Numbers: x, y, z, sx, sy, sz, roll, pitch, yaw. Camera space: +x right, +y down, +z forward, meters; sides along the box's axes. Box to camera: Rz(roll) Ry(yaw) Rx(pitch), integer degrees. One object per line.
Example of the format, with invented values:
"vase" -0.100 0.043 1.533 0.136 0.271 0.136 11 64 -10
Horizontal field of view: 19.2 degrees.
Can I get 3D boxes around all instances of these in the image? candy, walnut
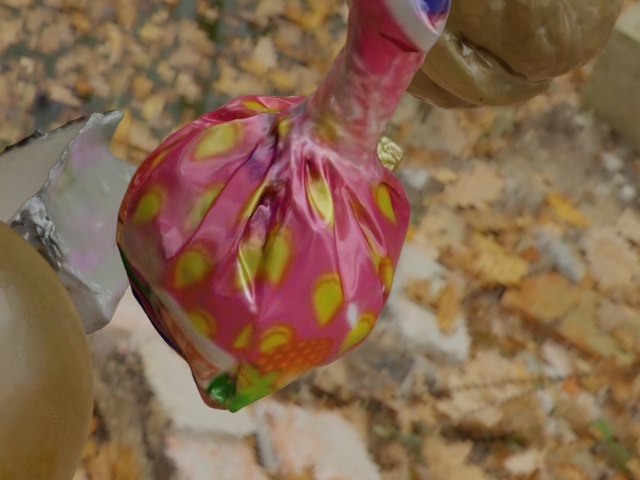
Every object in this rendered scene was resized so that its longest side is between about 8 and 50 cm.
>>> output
"candy" -0.245 0.003 1.626 0.137 0.184 0.195 54 29 -23
"candy" 0.032 -0.084 0.730 0.124 0.365 0.124 21 36 -16
"walnut" 0.164 -0.268 1.946 0.285 0.296 0.285 26 53 -41

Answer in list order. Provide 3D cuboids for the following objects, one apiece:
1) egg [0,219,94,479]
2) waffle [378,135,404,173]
"egg" -0.331 0.121 1.232 0.374 0.301 0.301 -29 64 -17
"waffle" 0.000 0.000 1.679 0.046 0.192 0.161 35 35 1
